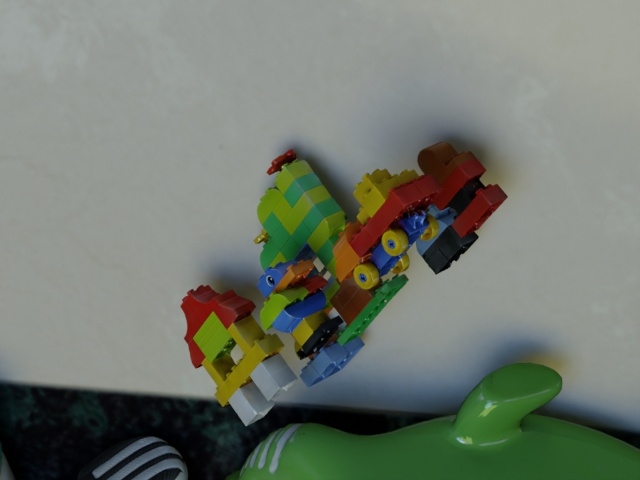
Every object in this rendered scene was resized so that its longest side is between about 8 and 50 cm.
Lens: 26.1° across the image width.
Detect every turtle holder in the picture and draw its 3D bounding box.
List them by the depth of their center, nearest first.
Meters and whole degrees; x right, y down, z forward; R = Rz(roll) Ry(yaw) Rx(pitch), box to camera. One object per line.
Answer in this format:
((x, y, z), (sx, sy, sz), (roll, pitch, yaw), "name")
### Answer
((0.086, 0.231, 0.795), (0.320, 0.243, 0.227), (6, 136, -2), "turtle holder")

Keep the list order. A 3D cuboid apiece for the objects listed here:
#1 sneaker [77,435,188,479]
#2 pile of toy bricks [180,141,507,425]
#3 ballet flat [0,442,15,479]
((-0.167, 0.237, 0.900), (0.228, 0.086, 0.132), (-31, 128, -7), "sneaker")
((0.000, 0.000, 0.779), (0.105, 0.118, 0.212), (53, 136, 14), "pile of toy bricks")
((-0.251, 0.194, 0.943), (0.087, 0.083, 0.247), (17, 123, -26), "ballet flat")
